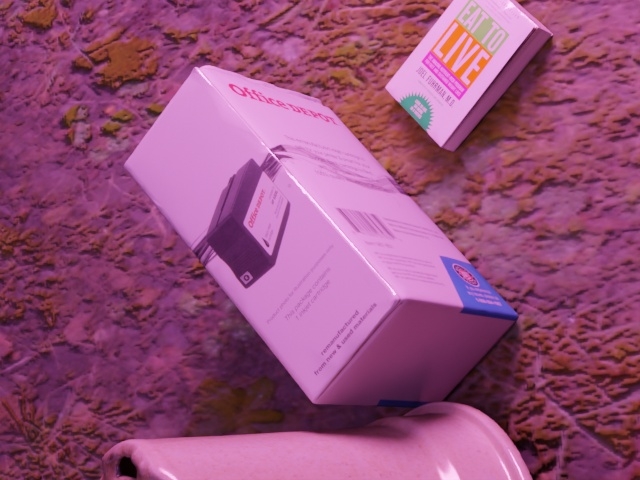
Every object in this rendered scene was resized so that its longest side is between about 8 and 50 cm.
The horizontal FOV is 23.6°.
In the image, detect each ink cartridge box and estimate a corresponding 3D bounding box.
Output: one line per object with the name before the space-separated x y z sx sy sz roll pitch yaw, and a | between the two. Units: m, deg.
ink cartridge box | 0.000 0.000 1.392 0.129 0.223 0.307 -50 61 18

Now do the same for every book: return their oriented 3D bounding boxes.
book | 0.137 -0.169 1.444 0.144 0.035 0.096 -52 57 18

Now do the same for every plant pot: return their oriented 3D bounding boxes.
plant pot | -0.031 0.286 1.254 0.334 0.305 0.334 -27 59 57
